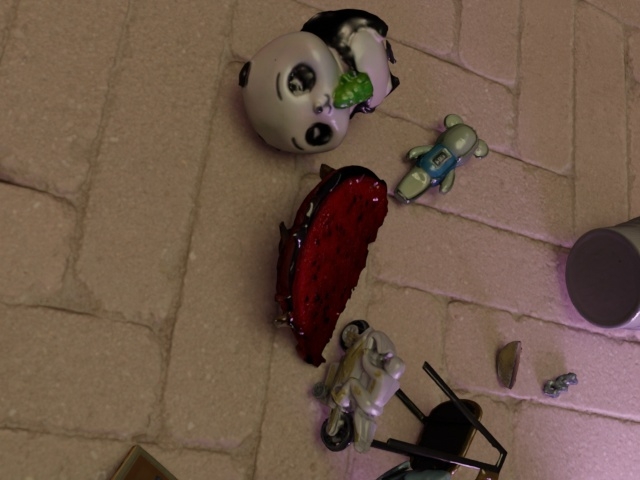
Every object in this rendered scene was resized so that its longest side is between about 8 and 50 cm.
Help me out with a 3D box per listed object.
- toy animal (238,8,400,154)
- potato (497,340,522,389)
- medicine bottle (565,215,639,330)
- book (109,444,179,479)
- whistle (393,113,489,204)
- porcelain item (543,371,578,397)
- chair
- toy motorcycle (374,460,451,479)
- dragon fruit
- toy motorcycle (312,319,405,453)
[{"bbox_3d":[0.001,-0.267,1.187,0.212,0.212,0.267,48,57,-7],"label":"toy animal"},{"bbox_3d":[0.358,0.234,1.331,0.037,0.036,0.093,15,87,-61],"label":"potato"},{"bbox_3d":[0.681,0.068,1.416,0.306,0.245,0.245,-3,77,-27],"label":"medicine bottle"},{"bbox_3d":[-0.234,0.400,0.910,0.170,0.018,0.242,46,25,-9],"label":"book"},{"bbox_3d":[0.226,-0.148,1.348,0.114,0.077,0.235,46,66,2],"label":"whistle"},{"bbox_3d":[0.472,0.286,1.375,0.083,0.028,0.036,-16,67,-28],"label":"porcelain item"},{"bbox_3d":[0.193,0.334,1.145,0.247,0.159,0.172,33,67,-14],"label":"chair"},{"bbox_3d":[0.135,0.446,1.025,0.154,0.260,0.206,-5,53,-50],"label":"toy motorcycle"},{"bbox_3d":[0.000,0.000,1.139,0.100,0.282,0.343,17,62,23],"label":"dragon fruit"},{"bbox_3d":[0.070,0.226,1.118,0.074,0.151,0.229,38,53,-36],"label":"toy motorcycle"}]
